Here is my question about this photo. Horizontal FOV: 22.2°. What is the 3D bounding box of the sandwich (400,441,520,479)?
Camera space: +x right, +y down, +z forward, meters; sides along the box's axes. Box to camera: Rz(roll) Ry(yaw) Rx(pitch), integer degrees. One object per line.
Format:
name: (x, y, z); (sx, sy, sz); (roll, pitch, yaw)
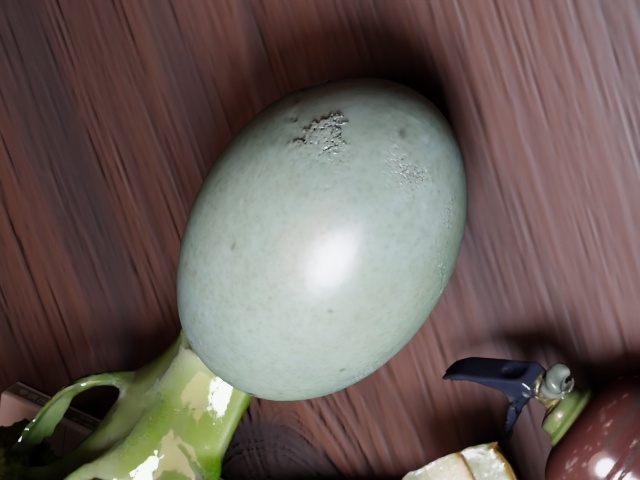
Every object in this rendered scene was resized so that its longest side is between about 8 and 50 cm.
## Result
sandwich: (0.120, 0.218, 1.120); (0.079, 0.113, 0.163); (-25, 85, 7)

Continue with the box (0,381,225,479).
box: (-0.171, 0.197, 1.291); (0.198, 0.029, 0.109); (22, 118, 17)

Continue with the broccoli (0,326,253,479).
broccoli: (-0.147, 0.194, 1.128); (0.302, 0.186, 0.254); (-43, 53, 30)

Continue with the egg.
egg: (0.000, 0.000, 1.046); (0.169, 0.169, 0.236); (35, 117, 9)

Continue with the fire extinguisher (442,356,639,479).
fire extinguisher: (0.228, 0.174, 1.057); (0.344, 0.102, 0.138); (37, 156, 8)
